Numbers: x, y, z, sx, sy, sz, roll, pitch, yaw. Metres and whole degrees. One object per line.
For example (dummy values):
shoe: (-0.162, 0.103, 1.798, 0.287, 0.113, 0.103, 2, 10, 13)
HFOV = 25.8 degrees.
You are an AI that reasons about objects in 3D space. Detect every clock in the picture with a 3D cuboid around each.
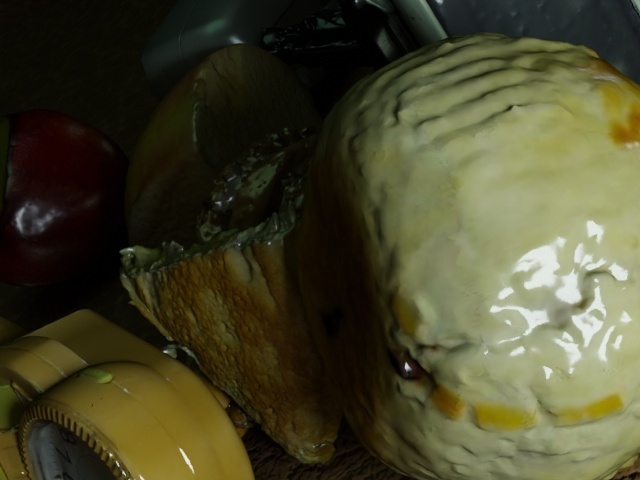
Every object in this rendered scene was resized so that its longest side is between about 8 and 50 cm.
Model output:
clock: (-0.195, 0.212, 1.360, 0.200, 0.244, 0.317, -33, 25, -31)

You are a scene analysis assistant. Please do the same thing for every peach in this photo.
peach: (-0.393, -0.055, 2.035, 0.245, 0.248, 0.275, -5, 34, 5)

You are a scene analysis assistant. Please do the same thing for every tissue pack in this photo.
tissue pack: (-0.088, -0.310, 2.095, 0.236, 0.229, 0.333, -13, 34, 42)

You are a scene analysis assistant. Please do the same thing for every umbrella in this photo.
umbrella: (0.085, -0.261, 1.856, 0.357, 0.113, 0.106, -3, 45, 19)

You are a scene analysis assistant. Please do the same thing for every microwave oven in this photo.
microwave oven: (0.175, -0.219, 1.438, 0.247, 0.394, 0.333, -37, 26, -3)

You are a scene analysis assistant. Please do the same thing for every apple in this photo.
apple: (-0.118, -0.094, 1.840, 0.252, 0.314, 0.309, 11, 40, -1)

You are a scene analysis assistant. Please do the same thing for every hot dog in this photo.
hot dog: (-0.111, 0.135, 1.524, 0.072, 0.109, 0.269, -26, 30, 0)

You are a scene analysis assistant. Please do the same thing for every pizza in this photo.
pizza: (-0.092, 0.054, 1.359, 0.287, 0.280, 0.075, 26, 44, 33)

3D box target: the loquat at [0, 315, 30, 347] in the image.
loquat: (-0.418, 0.207, 1.630, 0.275, 0.275, 0.275, -28, 27, 16)

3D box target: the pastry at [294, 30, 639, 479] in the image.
pastry: (0.160, 0.020, 1.120, 0.312, 0.388, 0.388, -13, 19, -20)

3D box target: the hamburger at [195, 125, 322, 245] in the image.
hamburger: (0.007, -0.006, 1.436, 0.211, 0.260, 0.245, 6, 76, 56)
